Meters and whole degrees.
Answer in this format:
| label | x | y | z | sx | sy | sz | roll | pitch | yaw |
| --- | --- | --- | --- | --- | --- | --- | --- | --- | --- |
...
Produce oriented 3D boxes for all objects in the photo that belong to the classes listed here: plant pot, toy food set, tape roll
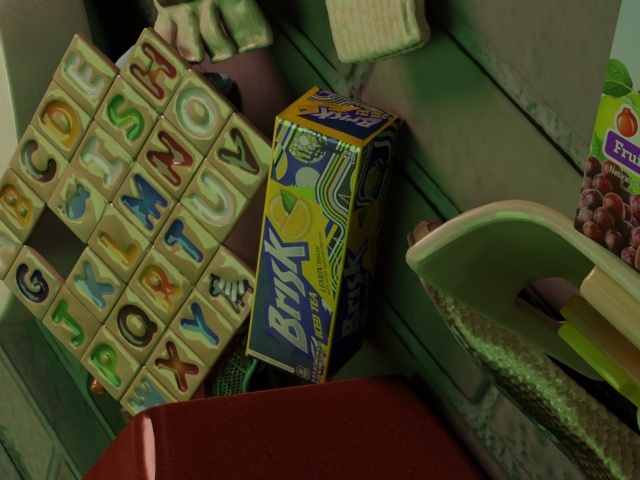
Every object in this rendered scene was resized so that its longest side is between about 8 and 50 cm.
| label | x | y | z | sx | sy | sz | roll | pitch | yaw |
| --- | --- | --- | --- | --- | --- | --- | --- | --- | --- |
| plant pot | -0.026 | 0.227 | 0.955 | 0.267 | 0.267 | 0.236 | -50 | 51 | 53 |
| toy food set | 0.176 | 0.118 | 0.610 | 0.092 | 0.219 | 0.306 | -50 | 56 | 7 |
| tape roll | -0.276 | -0.124 | 1.239 | 0.392 | 0.072 | 0.392 | 31 | 128 | 52 |

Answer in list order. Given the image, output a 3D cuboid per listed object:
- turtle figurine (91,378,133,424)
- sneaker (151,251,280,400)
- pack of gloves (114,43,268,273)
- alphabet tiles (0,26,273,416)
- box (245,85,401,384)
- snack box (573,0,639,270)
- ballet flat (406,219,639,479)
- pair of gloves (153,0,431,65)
| label | x | y | z | sx | sy | sz | roll | pitch | yaw |
| --- | --- | --- | --- | --- | --- | --- | --- | --- | --- |
| turtle figurine | -0.123 | 0.201 | 1.159 | 0.087 | 0.217 | 0.270 | -2 | 108 | 15 |
| sneaker | -0.059 | 0.059 | 1.068 | 0.076 | 0.065 | 0.167 | 3 | 119 | 32 |
| pack of gloves | -0.084 | -0.043 | 1.106 | 0.195 | 0.046 | 0.232 | 61 | 150 | -4 |
| alphabet tiles | -0.120 | -0.011 | 1.029 | 0.198 | 0.009 | 0.237 | 44 | 125 | 13 |
| box | 0.000 | 0.000 | 0.950 | 0.059 | 0.054 | 0.169 | 21 | 124 | 20 |
| snack box | 0.183 | -0.099 | 0.543 | 0.070 | 0.174 | 0.207 | 37 | 132 | 37 |
| ballet flat | 0.131 | 0.075 | 0.811 | 0.058 | 0.084 | 0.250 | -46 | 62 | 18 |
| pair of gloves | -0.033 | -0.200 | 0.914 | 0.240 | 0.042 | 0.204 | 6 | 105 | 49 |
